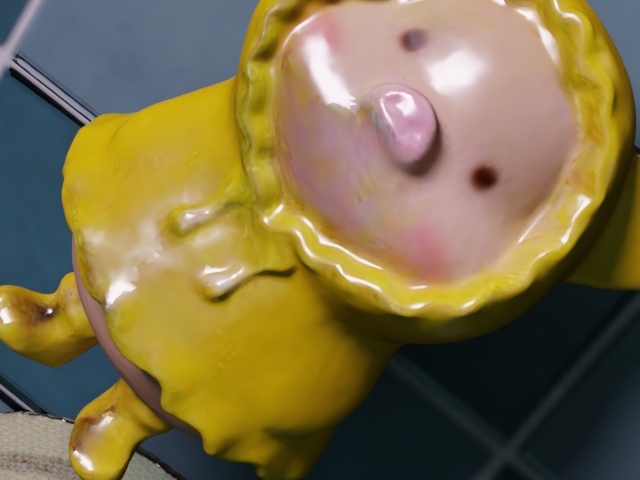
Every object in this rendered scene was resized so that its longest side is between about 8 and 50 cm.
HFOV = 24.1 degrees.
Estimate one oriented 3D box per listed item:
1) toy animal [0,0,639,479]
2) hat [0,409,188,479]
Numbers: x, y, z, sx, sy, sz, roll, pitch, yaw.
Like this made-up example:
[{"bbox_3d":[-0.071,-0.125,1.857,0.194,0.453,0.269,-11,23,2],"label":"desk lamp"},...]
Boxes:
[{"bbox_3d":[-0.002,-0.005,0.501,0.230,0.156,0.156,-30,96,15],"label":"toy animal"},{"bbox_3d":[-0.137,0.203,0.625,0.252,0.110,0.252,6,110,17],"label":"hat"}]
